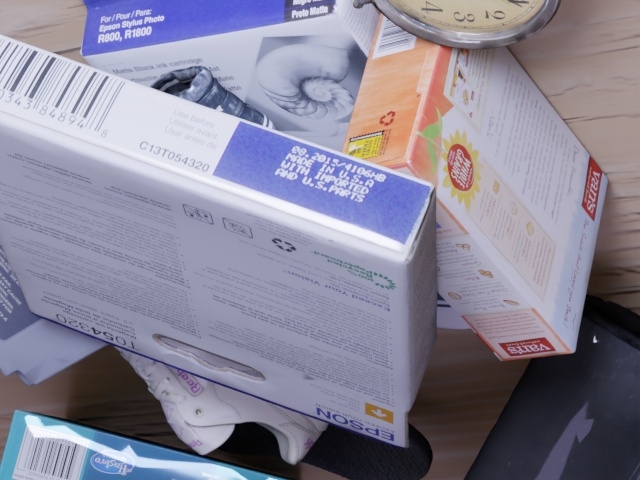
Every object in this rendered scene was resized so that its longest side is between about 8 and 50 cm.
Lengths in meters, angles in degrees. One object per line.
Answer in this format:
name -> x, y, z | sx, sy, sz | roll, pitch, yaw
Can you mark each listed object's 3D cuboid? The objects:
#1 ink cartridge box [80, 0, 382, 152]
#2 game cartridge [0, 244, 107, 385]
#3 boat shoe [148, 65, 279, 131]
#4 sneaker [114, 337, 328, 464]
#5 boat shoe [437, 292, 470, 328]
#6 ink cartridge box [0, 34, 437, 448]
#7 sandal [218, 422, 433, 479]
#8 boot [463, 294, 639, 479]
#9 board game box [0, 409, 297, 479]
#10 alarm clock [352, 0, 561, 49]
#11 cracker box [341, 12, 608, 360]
ink cartridge box -> -0.053, -0.130, 1.403 | 0.223, 0.045, 0.224 | -7, 141, 31
game cartridge -> -0.276, -0.024, 1.567 | 0.198, 0.062, 0.297 | -30, 105, 43
boat shoe -> -0.114, -0.072, 1.427 | 0.183, 0.065, 0.083 | -22, 122, 44
sneaker -> -0.119, 0.091, 1.660 | 0.305, 0.152, 0.114 | 23, 172, -10
boat shoe -> 0.000, 0.000, 1.517 | 0.301, 0.108, 0.102 | 7, 142, 23
ink cartridge box -> -0.077, 0.008, 1.370 | 0.324, 0.071, 0.330 | 19, 157, 11
sandal -> -0.008, 0.166, 1.832 | 0.254, 0.054, 0.097 | 9, 136, 31
boot -> 0.112, 0.236, 1.592 | 0.367, 0.146, 0.445 | 22, 115, -28
board game box -> -0.149, 0.231, 1.836 | 0.254, 0.079, 0.336 | 15, 173, 2
alarm clock -> 0.111, -0.180, 1.240 | 0.192, 0.064, 0.129 | 10, 147, 12
cracker box -> 0.111, -0.042, 1.364 | 0.067, 0.155, 0.232 | -11, 139, 35
